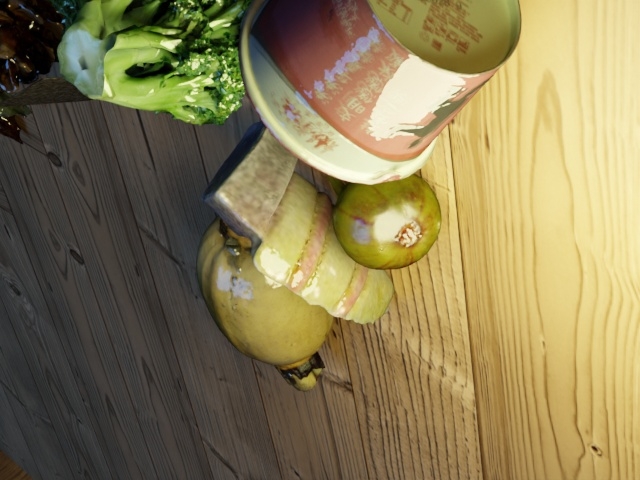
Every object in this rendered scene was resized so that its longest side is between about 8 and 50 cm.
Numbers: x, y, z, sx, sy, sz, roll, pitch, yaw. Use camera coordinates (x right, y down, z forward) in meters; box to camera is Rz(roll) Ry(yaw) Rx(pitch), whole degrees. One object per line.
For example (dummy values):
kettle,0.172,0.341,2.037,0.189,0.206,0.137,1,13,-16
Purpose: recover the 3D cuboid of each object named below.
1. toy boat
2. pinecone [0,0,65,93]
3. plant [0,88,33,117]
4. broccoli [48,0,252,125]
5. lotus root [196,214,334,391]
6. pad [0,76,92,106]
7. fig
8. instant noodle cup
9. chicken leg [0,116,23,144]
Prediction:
toy boat,-0.023,-0.016,1.511,0.111,0.276,0.293,-42,87,19
pinecone,-0.451,-0.312,1.822,0.184,0.204,0.179,43,146,-8
plant,-0.555,-0.281,2.077,0.131,0.142,0.203,-15,105,43
broccoli,-0.193,-0.259,1.448,0.308,0.275,0.307,11,116,23
lotus root,-0.064,0.086,1.731,0.183,0.183,0.310,28,148,39
pad,-0.369,-0.221,1.862,0.235,0.158,0.003,-9,89,59
fig,0.045,-0.049,1.483,0.236,0.124,0.124,40,151,50
instant noodle cup,0.065,-0.192,1.187,0.235,0.235,0.178,54,142,0
chicken leg,-0.598,-0.272,2.234,0.105,0.063,0.234,26,143,48
